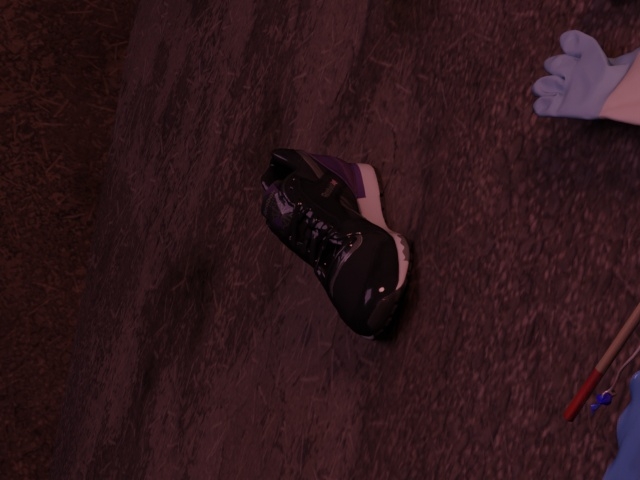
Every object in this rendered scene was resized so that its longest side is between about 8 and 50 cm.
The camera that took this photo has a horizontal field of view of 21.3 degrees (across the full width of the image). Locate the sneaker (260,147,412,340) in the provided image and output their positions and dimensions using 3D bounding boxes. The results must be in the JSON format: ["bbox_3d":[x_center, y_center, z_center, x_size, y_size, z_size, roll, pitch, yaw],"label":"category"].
[{"bbox_3d":[0.000,0.000,1.672,0.107,0.124,0.283,-64,21,21],"label":"sneaker"}]

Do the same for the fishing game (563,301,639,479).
[{"bbox_3d":[0.238,0.137,1.032,0.189,0.041,0.264,-62,29,25],"label":"fishing game"}]

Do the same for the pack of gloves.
[{"bbox_3d":[0.256,-0.167,1.286,0.195,0.046,0.232,-61,22,-4],"label":"pack of gloves"}]
